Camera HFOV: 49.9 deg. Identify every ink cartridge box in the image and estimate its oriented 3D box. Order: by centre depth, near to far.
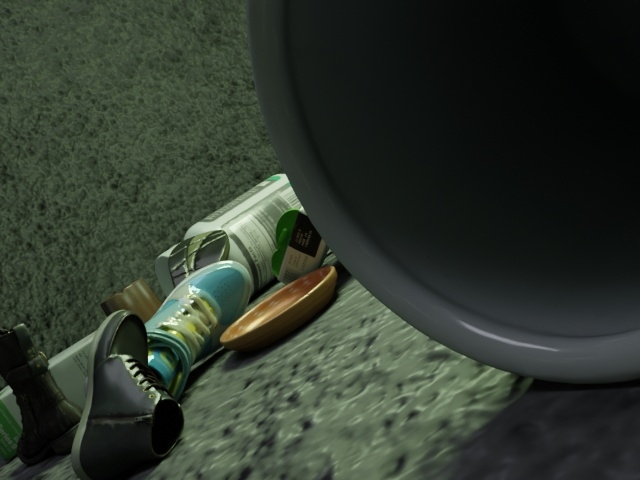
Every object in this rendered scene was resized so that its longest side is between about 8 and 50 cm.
[{"bbox_3d":[0.034,-0.093,1.222,0.176,0.069,0.371,109,-172,-46],"label":"ink cartridge box"},{"bbox_3d":[-0.545,0.308,1.460,0.289,0.121,0.211,-32,6,-3],"label":"ink cartridge box"}]

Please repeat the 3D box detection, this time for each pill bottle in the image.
[{"bbox_3d":[-0.172,0.016,1.528,0.361,0.204,0.204,-36,7,-34],"label":"pill bottle"}]

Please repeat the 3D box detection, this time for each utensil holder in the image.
[{"bbox_3d":[0.197,-0.151,0.457,0.385,0.327,0.327,-34,6,-35],"label":"utensil holder"}]

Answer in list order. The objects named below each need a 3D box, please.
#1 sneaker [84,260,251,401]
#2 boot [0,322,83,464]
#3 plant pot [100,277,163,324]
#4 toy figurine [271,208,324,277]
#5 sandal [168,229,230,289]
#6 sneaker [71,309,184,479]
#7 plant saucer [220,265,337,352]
[{"bbox_3d":[-0.203,0.146,1.022,0.319,0.127,0.208,-47,9,-20],"label":"sneaker"},{"bbox_3d":[-0.487,0.247,1.144,0.263,0.229,0.091,-26,8,42],"label":"boot"},{"bbox_3d":[-0.472,0.196,1.786,0.167,0.165,0.167,-31,6,3],"label":"plant pot"},{"bbox_3d":[0.000,0.000,1.392,0.159,0.130,0.173,-19,-30,-47],"label":"toy figurine"},{"bbox_3d":[-0.216,0.091,1.286,0.120,0.086,0.303,-14,43,1],"label":"sandal"},{"bbox_3d":[-0.212,0.170,0.818,0.118,0.083,0.222,-21,48,22],"label":"sneaker"},{"bbox_3d":[-0.056,0.106,1.015,0.200,0.037,0.200,-32,7,4],"label":"plant saucer"}]
